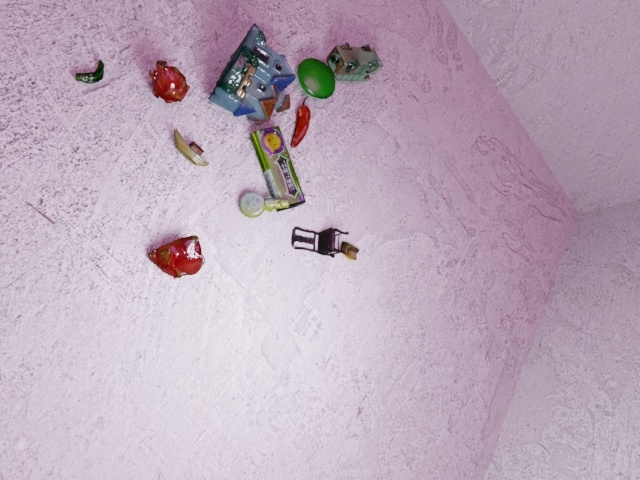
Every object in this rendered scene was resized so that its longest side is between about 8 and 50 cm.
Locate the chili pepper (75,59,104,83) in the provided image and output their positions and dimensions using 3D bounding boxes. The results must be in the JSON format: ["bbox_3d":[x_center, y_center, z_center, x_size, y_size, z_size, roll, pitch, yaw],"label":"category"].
[{"bbox_3d":[-0.792,-0.581,1.399,0.118,0.035,0.055,-51,124,-27],"label":"chili pepper"}]

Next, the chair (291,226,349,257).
[{"bbox_3d":[0.000,0.000,1.733,0.229,0.113,0.106,14,69,-33],"label":"chair"}]

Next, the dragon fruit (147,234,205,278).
[{"bbox_3d":[-0.495,0.061,1.386,0.161,0.127,0.120,-13,78,-35],"label":"dragon fruit"}]

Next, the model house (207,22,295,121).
[{"bbox_3d":[-0.240,-0.630,1.658,0.329,0.252,0.295,31,63,-30],"label":"model house"}]

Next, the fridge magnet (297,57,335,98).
[{"bbox_3d":[-0.021,-0.771,1.917,0.208,0.088,0.208,10,72,-31],"label":"fridge magnet"}]

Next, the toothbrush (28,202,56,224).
[{"bbox_3d":[-0.864,-0.083,1.245,0.097,0.008,0.006,44,72,-18],"label":"toothbrush"}]

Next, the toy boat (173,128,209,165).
[{"bbox_3d":[-0.493,-0.346,1.518,0.172,0.065,0.066,45,72,-22],"label":"toy boat"}]

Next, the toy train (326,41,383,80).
[{"bbox_3d":[0.163,-0.892,2.017,0.326,0.159,0.129,-19,77,-39],"label":"toy train"}]

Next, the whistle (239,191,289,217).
[{"bbox_3d":[-0.226,-0.145,1.611,0.198,0.057,0.104,-4,84,-8],"label":"whistle"}]

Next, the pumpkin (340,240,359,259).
[{"bbox_3d":[0.129,0.049,1.849,0.101,0.035,0.073,31,52,-20],"label":"pumpkin"}]

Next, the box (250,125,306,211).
[{"bbox_3d":[-0.179,-0.298,1.695,0.134,0.097,0.345,-20,90,-27],"label":"box"}]

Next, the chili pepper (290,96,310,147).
[{"bbox_3d":[-0.086,-0.538,1.834,0.063,0.071,0.272,43,55,-65],"label":"chili pepper"}]

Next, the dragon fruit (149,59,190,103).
[{"bbox_3d":[-0.557,-0.577,1.475,0.136,0.166,0.133,-13,64,-6],"label":"dragon fruit"}]
